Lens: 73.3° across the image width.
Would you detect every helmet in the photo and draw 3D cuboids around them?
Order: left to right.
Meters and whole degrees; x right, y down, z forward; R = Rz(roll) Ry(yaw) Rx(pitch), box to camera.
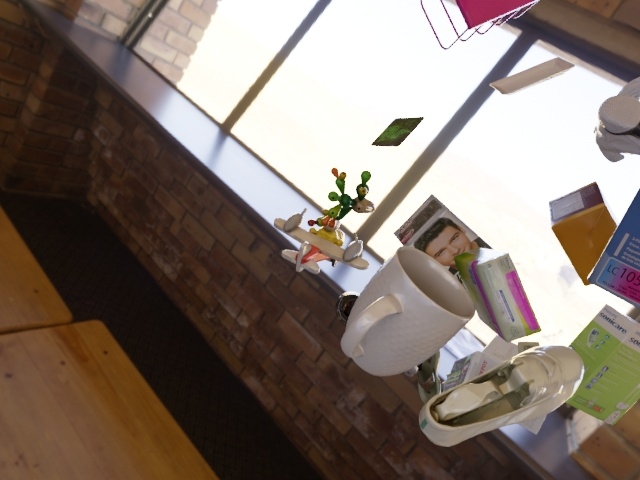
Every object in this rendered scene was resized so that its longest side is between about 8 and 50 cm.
[{"bbox_3d":[0.147,0.313,1.929,0.169,0.169,0.161,38,-7,13],"label":"helmet"}]

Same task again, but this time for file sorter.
[{"bbox_3d":[0.473,-0.725,1.263,0.202,0.291,0.182,64,-11,-4],"label":"file sorter"}]

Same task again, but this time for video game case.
[{"bbox_3d":[0.474,0.471,1.465,0.022,0.173,0.190,29,-26,7],"label":"video game case"}]

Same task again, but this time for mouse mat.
[{"bbox_3d":[0.276,-0.394,1.560,0.007,0.152,0.190,46,-9,-26],"label":"mouse mat"}]

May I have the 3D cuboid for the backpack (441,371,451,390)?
[{"bbox_3d":[0.638,0.679,1.929,0.166,0.144,0.188,47,-6,42],"label":"backpack"}]

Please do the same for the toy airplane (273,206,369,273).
[{"bbox_3d":[0.000,0.000,1.969,0.386,0.272,0.384,15,17,-24],"label":"toy airplane"}]

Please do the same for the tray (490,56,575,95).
[{"bbox_3d":[0.819,-0.631,1.673,0.145,0.270,0.030,-92,158,-55],"label":"tray"}]

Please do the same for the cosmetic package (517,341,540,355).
[{"bbox_3d":[0.629,0.343,1.280,0.115,0.060,0.041,48,45,-40],"label":"cosmetic package"}]

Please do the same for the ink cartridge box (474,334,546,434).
[{"bbox_3d":[0.724,0.524,1.605,0.270,0.198,0.197,26,26,31],"label":"ink cartridge box"}]

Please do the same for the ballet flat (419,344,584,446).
[{"bbox_3d":[0.403,0.331,0.946,0.139,0.400,0.139,-25,90,-90],"label":"ballet flat"}]

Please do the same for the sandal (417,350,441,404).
[{"bbox_3d":[0.494,0.626,2.019,0.086,0.302,0.120,-6,7,-40],"label":"sandal"}]

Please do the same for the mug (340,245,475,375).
[{"bbox_3d":[0.199,0.226,1.207,0.374,0.328,0.276,0,44,-52],"label":"mug"}]

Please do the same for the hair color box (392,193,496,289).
[{"bbox_3d":[0.445,0.024,1.467,0.374,0.185,0.113,33,18,-31],"label":"hair color box"}]

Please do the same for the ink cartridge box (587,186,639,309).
[{"bbox_3d":[0.635,-0.097,0.703,0.270,0.395,0.151,-25,47,-38],"label":"ink cartridge box"}]

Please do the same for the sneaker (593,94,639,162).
[{"bbox_3d":[1.074,-0.321,1.410,0.366,0.137,0.210,41,2,23],"label":"sneaker"}]

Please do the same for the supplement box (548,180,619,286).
[{"bbox_3d":[0.712,-0.021,1.134,0.191,0.129,0.194,55,35,-9],"label":"supplement box"}]

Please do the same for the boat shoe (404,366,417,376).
[{"bbox_3d":[0.352,0.493,1.669,0.049,0.040,0.142,25,-24,14],"label":"boat shoe"}]

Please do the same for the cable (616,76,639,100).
[{"bbox_3d":[1.206,-0.483,1.599,0.089,0.257,0.257,-6,-8,-19],"label":"cable"}]

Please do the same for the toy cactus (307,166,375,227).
[{"bbox_3d":[0.075,-0.108,1.174,0.180,0.219,0.112,10,35,-45],"label":"toy cactus"}]

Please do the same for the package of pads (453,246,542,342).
[{"bbox_3d":[0.488,0.144,1.209,0.296,0.101,0.229,-26,93,-84],"label":"package of pads"}]

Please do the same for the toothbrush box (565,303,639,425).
[{"bbox_3d":[0.818,0.354,1.219,0.206,0.283,0.122,26,18,-18],"label":"toothbrush box"}]
